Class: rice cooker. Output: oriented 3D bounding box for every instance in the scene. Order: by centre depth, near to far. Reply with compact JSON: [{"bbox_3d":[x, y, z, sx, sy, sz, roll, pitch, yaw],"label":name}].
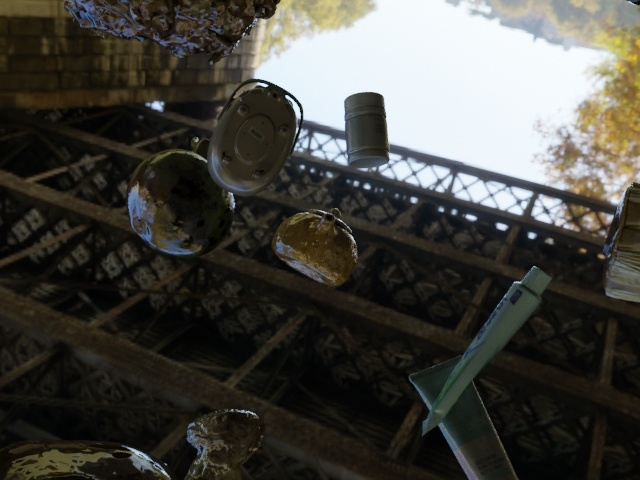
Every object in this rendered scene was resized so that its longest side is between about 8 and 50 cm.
[{"bbox_3d":[-0.115,-0.177,1.173,0.145,0.206,0.127,26,-177,-11],"label":"rice cooker"}]

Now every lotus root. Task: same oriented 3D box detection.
[{"bbox_3d":[-0.251,0.282,0.714,0.267,0.260,0.149,22,-119,3],"label":"lotus root"}]

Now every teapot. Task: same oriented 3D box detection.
[{"bbox_3d":[0.000,0.000,1.604,0.203,0.167,0.311,28,168,2],"label":"teapot"}]

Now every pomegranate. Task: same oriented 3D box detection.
[{"bbox_3d":[-0.283,-0.094,1.466,0.242,0.242,0.306,15,-151,11],"label":"pomegranate"}]

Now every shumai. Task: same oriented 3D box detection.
[{"bbox_3d":[-0.194,0.426,1.346,0.161,0.209,0.153,13,-123,-14],"label":"shumai"}]

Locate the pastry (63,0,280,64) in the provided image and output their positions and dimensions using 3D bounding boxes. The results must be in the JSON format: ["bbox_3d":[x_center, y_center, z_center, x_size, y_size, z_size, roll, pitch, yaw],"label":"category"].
[{"bbox_3d":[-0.163,-0.287,0.676,0.274,0.275,0.193,15,-137,11],"label":"pastry"}]

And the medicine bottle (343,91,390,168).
[{"bbox_3d":[0.062,-0.148,0.912,0.058,0.091,0.058,-3,170,-1],"label":"medicine bottle"}]

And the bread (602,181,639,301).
[{"bbox_3d":[0.615,0.007,1.318,0.109,0.192,0.210,13,166,22],"label":"bread"}]

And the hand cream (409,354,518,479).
[{"bbox_3d":[0.274,0.351,1.182,0.111,0.070,0.312,-21,-119,-9],"label":"hand cream"}]

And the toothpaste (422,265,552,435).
[{"bbox_3d":[0.239,0.166,0.999,0.048,0.297,0.075,36,-172,7],"label":"toothpaste"}]

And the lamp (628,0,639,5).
[{"bbox_3d":[0.442,-0.508,1.015,0.205,0.374,0.272,6,-175,-33],"label":"lamp"}]
